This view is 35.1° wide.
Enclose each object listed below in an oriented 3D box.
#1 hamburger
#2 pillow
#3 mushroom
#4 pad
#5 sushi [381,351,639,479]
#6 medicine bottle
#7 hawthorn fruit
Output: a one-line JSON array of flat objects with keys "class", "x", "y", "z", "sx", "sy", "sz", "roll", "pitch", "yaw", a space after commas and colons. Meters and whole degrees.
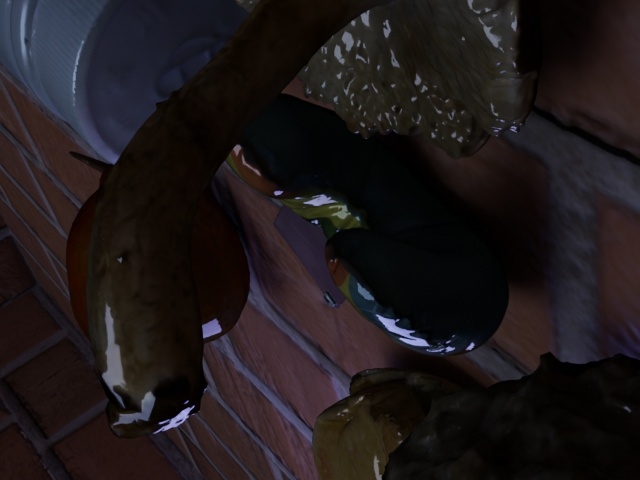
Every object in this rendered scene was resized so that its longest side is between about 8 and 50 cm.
[{"class": "hamburger", "x": 0.077, "y": 0.176, "z": 0.920, "sx": 0.262, "sy": 0.124, "sz": 0.131, "roll": -20, "pitch": 85, "yaw": 65}, {"class": "pillow", "x": 0.026, "y": -0.017, "z": 0.665, "sx": 0.233, "sy": 0.086, "sz": 0.214, "roll": 50, "pitch": -166, "yaw": 23}, {"class": "mushroom", "x": -0.012, "y": -0.091, "z": 0.466, "sx": 0.208, "sy": 0.301, "sz": 0.233, "roll": -13, "pitch": 126, "yaw": 33}, {"class": "pad", "x": 0.000, "y": 0.000, "z": 0.961, "sx": 0.113, "sy": 0.006, "sz": 0.188, "roll": 54, "pitch": 160, "yaw": 7}, {"class": "sushi", "x": 0.191, "y": 0.177, "z": 0.521, "sx": 0.350, "sy": 0.211, "sz": 0.170, "roll": 13, "pitch": 129, "yaw": 55}, {"class": "medicine bottle", "x": -0.181, "y": -0.204, "z": 0.785, "sx": 0.332, "sy": 0.190, "sz": 0.190, "roll": 40, "pitch": 155, "yaw": 36}, {"class": "hawthorn fruit", "x": -0.199, "y": 0.007, "z": 1.147, "sx": 0.210, "sy": 0.210, "sz": 0.262, "roll": -1, "pitch": 113, "yaw": 67}]
